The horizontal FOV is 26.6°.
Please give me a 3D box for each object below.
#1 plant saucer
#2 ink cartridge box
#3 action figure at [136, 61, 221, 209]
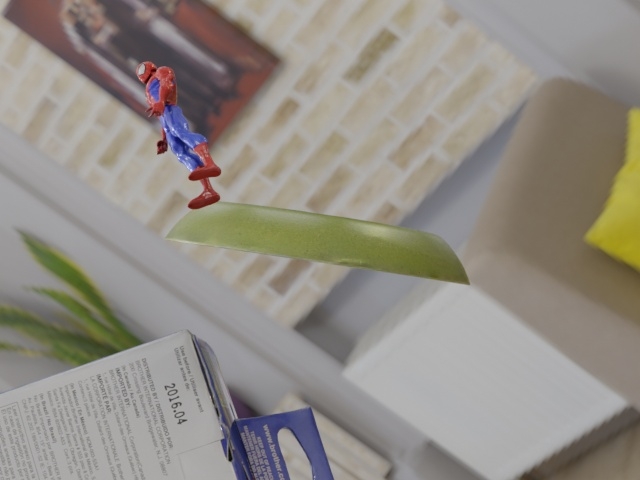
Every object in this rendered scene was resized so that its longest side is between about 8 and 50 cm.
[{"bbox_3d":[0.000,0.000,1.058,0.241,0.241,0.037,-173,92,-81],"label":"plant saucer"},{"bbox_3d":[-0.183,0.250,1.156,0.395,0.270,0.151,-19,-12,1],"label":"ink cartridge box"},{"bbox_3d":[-0.089,-0.070,0.814,0.038,0.030,0.115,90,161,-48],"label":"action figure"}]
